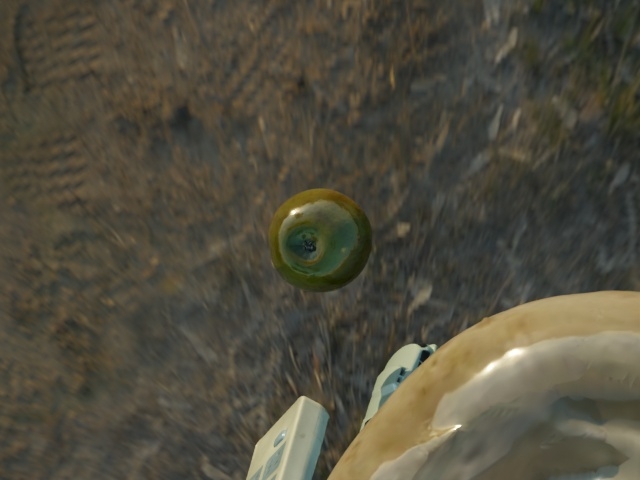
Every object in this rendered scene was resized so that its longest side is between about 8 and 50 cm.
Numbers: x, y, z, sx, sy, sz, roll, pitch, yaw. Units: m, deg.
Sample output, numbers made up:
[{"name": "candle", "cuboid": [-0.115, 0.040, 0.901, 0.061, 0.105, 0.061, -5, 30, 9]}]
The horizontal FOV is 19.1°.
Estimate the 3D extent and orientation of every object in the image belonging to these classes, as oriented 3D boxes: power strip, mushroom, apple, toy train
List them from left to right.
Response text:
[{"name": "power strip", "cuboid": [-0.038, 0.210, 1.555, 0.035, 0.081, 0.192, 30, 39, -11]}, {"name": "apple", "cuboid": [0.000, 0.000, 1.618, 0.089, 0.074, 0.089, 1, 96, 15]}, {"name": "toy train", "cuboid": [0.062, 0.159, 1.638, 0.047, 0.043, 0.207, 46, 38, -22]}, {"name": "mushroom", "cuboid": [0.079, 0.110, 0.517, 0.204, 0.204, 0.204, 0, 80, 1]}]
